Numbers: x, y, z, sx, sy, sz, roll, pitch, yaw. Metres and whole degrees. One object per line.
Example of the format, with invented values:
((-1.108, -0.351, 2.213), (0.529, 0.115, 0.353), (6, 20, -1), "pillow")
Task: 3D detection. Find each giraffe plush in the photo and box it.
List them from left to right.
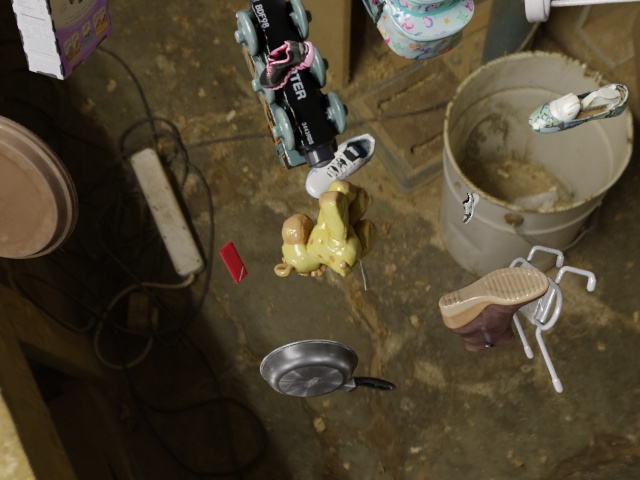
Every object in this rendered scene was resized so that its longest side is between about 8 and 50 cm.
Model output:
((0.000, 0.000, 1.317), (0.170, 0.181, 0.211), (-10, 81, 28), "giraffe plush")

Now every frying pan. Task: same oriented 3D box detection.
((0.010, 0.292, 1.407), (0.197, 0.326, 0.053), (-23, 48, 18), "frying pan")

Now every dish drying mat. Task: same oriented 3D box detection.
((-0.158, 0.041, 1.253), (0.008, 0.083, 0.032), (22, 55, 40), "dish drying mat")

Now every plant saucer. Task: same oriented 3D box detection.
((-0.538, -0.078, 1.124), (0.277, 0.278, 0.041), (5, 34, 7), "plant saucer")

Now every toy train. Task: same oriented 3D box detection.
((-0.061, -0.282, 1.236), (0.142, 0.190, 0.334), (-21, 92, -12), "toy train")

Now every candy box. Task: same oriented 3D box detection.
((-0.425, -0.397, 1.126), (0.070, 0.196, 0.165), (16, 48, 8), "candy box")

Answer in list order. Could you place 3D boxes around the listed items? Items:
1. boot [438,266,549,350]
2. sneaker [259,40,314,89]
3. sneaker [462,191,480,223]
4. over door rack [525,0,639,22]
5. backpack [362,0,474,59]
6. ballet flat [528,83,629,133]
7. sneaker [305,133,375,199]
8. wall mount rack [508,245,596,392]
((0.400, 0.158, 1.513), (0.248, 0.207, 0.090), (-17, 47, 24), "boot")
((-0.064, -0.267, 1.032), (0.057, 0.119, 0.047), (-1, 73, -41), "sneaker")
((0.374, -0.084, 1.741), (0.036, 0.032, 0.083), (15, 104, -11), "sneaker")
((0.304, -0.329, 0.567), (0.239, 0.108, 0.324), (5, 63, 23), "over door rack")
((0.234, -0.562, 1.603), (0.225, 0.191, 0.254), (-19, 79, -13), "backpack")
((0.467, -0.244, 1.233), (0.188, 0.070, 0.070), (-17, 68, -9), "ballet flat")
((0.047, -0.184, 1.656), (0.085, 0.086, 0.237), (41, 58, 7), "sneaker")
((0.556, 0.185, 1.711), (0.130, 0.350, 0.304), (15, 103, -6), "wall mount rack")
